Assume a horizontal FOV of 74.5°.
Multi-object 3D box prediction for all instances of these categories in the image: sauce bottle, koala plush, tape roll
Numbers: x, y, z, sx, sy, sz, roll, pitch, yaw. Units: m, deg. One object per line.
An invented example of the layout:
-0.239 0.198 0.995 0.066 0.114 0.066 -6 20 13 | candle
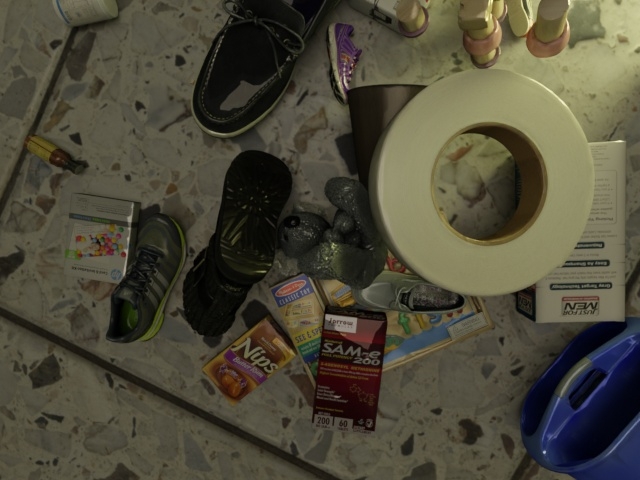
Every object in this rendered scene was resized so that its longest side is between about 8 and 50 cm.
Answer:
-0.590 -0.187 0.934 0.128 0.042 0.042 32 95 1 | sauce bottle
0.000 0.000 0.831 0.221 0.203 0.196 5 69 38 | koala plush
0.280 -0.095 0.737 0.392 0.072 0.391 0 92 -6 | tape roll

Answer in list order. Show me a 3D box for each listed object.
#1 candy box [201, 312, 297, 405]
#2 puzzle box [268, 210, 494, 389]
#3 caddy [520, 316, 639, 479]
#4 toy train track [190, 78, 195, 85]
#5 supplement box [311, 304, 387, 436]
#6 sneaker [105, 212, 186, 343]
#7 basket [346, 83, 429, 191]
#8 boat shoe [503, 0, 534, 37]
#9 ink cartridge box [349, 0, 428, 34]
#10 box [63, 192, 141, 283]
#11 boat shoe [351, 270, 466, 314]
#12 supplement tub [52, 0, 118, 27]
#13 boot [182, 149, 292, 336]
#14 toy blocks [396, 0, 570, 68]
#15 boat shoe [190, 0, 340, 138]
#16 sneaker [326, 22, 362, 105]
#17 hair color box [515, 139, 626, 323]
-0.154 0.262 0.933 0.187 0.053 0.109 -40 90 4 | candy box
0.127 0.139 0.908 0.409 0.052 0.272 -25 91 5 | puzzle box
0.539 0.305 0.802 0.179 0.241 0.341 37 95 -4 | caddy
-0.246 -0.335 0.917 0.083 0.014 0.048 20 95 1 | toy train track
0.059 0.262 0.859 0.130 0.073 0.239 6 94 3 | supplement box
-0.374 0.088 0.899 0.111 0.121 0.299 15 95 2 | sneaker
0.149 -0.178 0.840 0.205 0.154 0.226 2 97 -3 | basket
0.403 -0.480 0.856 0.043 0.049 0.137 -15 91 -38 | boat shoe
0.147 -0.507 0.857 0.151 0.063 0.109 30 94 1 | ink cartridge box
-0.489 -0.005 0.942 0.145 0.038 0.186 9 95 3 | box
0.175 0.105 0.835 0.228 0.081 0.079 2 94 3 | boat shoe
-0.498 -0.499 0.893 0.107 0.071 0.071 -10 93 3 | supplement tub
-0.179 0.000 0.871 0.131 0.347 0.260 22 138 -15 | boot
0.294 -0.470 0.765 0.309 0.260 0.288 9 96 24 | toy blocks
-0.099 -0.427 0.833 0.187 0.156 0.500 39 96 -1 | boat shoe
0.053 -0.368 0.873 0.071 0.068 0.169 -5 93 -2 | sneaker
0.497 -0.016 0.848 0.174 0.105 0.347 -2 93 4 | hair color box
